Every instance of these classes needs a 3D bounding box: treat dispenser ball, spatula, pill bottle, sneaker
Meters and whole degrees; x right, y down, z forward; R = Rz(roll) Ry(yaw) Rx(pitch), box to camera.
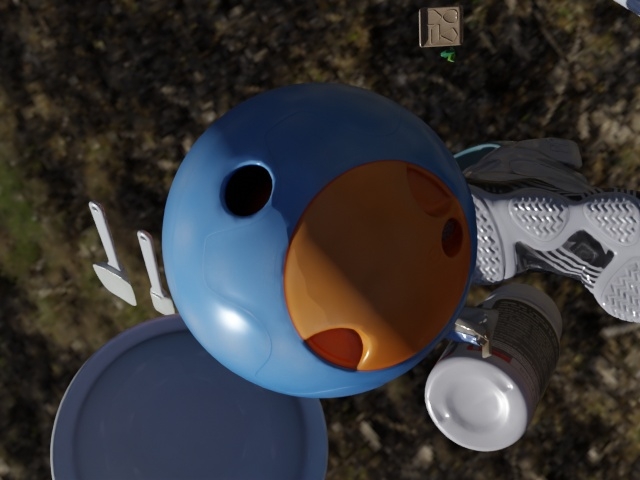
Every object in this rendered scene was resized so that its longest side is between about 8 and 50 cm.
[{"bbox_3d":[0.000,0.000,1.159,0.288,0.288,0.288,29,139,29],"label":"treat dispenser ball"},{"bbox_3d":[-0.194,0.041,1.446,0.168,0.019,0.242,28,158,14],"label":"spatula"},{"bbox_3d":[0.276,0.184,1.937,0.161,0.283,0.161,9,116,20],"label":"pill bottle"},{"bbox_3d":[0.292,-0.025,1.363,0.366,0.210,0.137,9,116,20],"label":"sneaker"}]

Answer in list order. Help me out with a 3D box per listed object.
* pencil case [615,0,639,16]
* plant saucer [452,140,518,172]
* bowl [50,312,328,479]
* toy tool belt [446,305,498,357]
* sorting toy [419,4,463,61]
[{"bbox_3d":[0.504,-0.371,1.828,0.273,0.113,0.124,37,132,30],"label":"pencil case"},{"bbox_3d":[0.166,-0.031,1.718,0.043,0.317,0.318,47,148,-20],"label":"plant saucer"},{"bbox_3d":[-0.146,0.224,1.402,0.298,0.298,0.134,56,173,-5],"label":"bowl"},{"bbox_3d":[0.150,0.095,1.346,0.083,0.052,0.051,6,92,45],"label":"toy tool belt"},{"bbox_3d":[0.168,-0.286,1.758,0.012,0.062,0.083,-99,4,-60],"label":"sorting toy"}]
